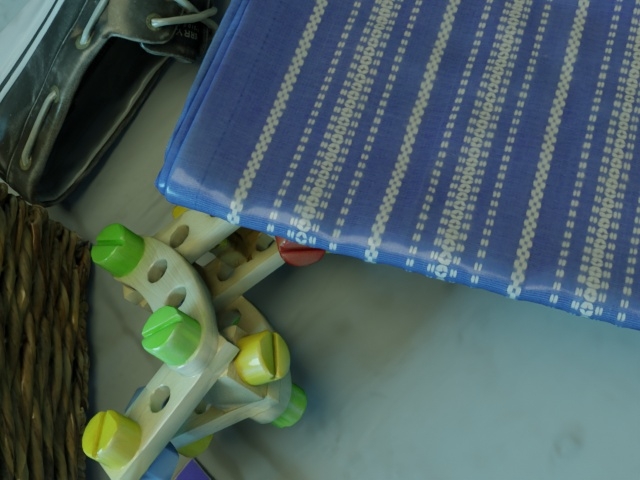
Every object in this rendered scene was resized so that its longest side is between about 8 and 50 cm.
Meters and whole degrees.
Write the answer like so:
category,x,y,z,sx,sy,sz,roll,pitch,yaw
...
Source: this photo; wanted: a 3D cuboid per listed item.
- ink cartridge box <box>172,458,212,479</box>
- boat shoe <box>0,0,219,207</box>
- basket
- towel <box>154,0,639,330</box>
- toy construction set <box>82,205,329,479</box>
category,x,y,z,sx,sy,sz,roll,pitch,yaw
ink cartridge box,-0.089,0.278,0.710,0.208,0.045,0.206,41,95,28
boat shoe,-0.127,-0.165,0.816,0.119,0.121,0.335,45,108,19
basket,-0.295,0.117,0.738,0.223,0.213,0.299,-11,68,19
towel,0.103,-0.081,0.616,0.335,0.040,0.243,14,58,9
toy construction set,0.000,0.000,0.682,0.327,0.151,0.215,-25,43,8
